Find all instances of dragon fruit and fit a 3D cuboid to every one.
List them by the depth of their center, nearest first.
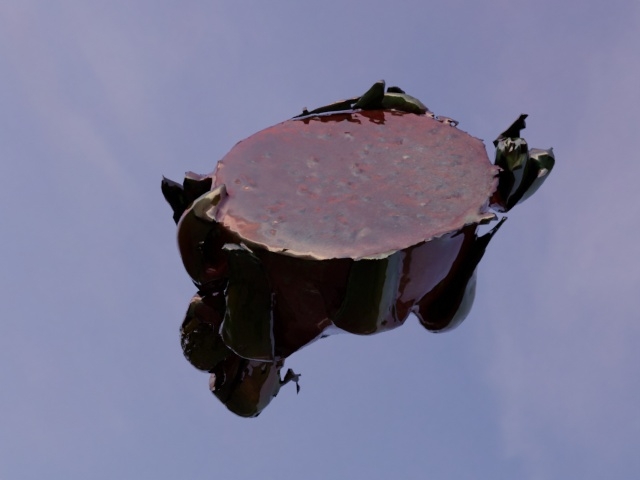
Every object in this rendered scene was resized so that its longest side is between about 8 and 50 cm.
[{"bbox_3d":[0.000,0.000,0.515,0.142,0.138,0.175,32,-53,6],"label":"dragon fruit"}]
